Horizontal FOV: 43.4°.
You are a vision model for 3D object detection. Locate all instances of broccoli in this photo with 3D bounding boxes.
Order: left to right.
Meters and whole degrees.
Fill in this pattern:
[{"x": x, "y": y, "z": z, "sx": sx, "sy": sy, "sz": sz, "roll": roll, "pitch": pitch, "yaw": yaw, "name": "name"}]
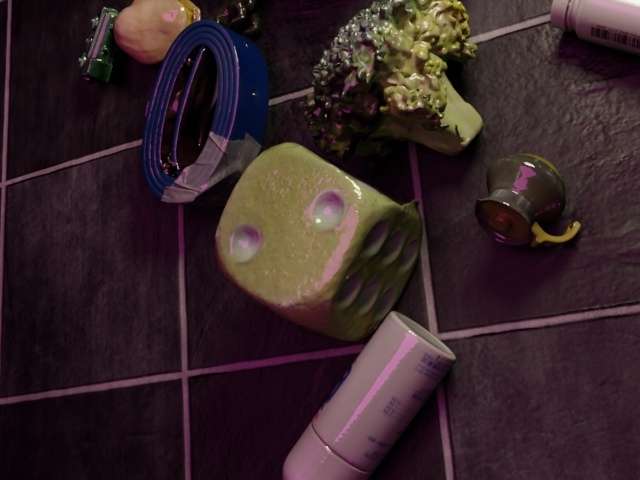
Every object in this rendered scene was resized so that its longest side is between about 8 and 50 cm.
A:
[{"x": 0.134, "y": -0.246, "z": 1.325, "sx": 0.281, "sy": 0.348, "sz": 0.293, "roll": 42, "pitch": 143, "yaw": -1, "name": "broccoli"}]

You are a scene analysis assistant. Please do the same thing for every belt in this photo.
[{"x": -0.216, "y": -0.234, "z": 1.534, "sx": 0.212, "sy": 0.117, "sz": 0.347, "roll": 16, "pitch": 93, "yaw": 27, "name": "belt"}]

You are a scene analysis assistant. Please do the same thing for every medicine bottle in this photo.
[{"x": 0.066, "y": 0.284, "z": 1.274, "sx": 0.130, "sy": 0.130, "sz": 0.341, "roll": 38, "pitch": 97, "yaw": 29, "name": "medicine bottle"}, {"x": 0.458, "y": -0.346, "z": 1.233, "sx": 0.186, "sy": 0.102, "sz": 0.103, "roll": 26, "pitch": 91, "yaw": 30, "name": "medicine bottle"}]

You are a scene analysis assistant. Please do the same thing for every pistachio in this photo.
[{"x": -0.335, "y": -0.437, "z": 1.669, "sx": 0.200, "sy": 0.117, "sz": 0.145, "roll": 0, "pitch": 94, "yaw": 24, "name": "pistachio"}]

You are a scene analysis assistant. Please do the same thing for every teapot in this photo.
[{"x": 0.317, "y": -0.052, "z": 1.227, "sx": 0.165, "sy": 0.130, "sz": 0.119, "roll": 40, "pitch": 65, "yaw": 1, "name": "teapot"}]

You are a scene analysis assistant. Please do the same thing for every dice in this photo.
[{"x": 0.000, "y": 0.000, "z": 1.303, "sx": 0.249, "sy": 0.252, "sz": 0.255, "roll": 27, "pitch": 94, "yaw": 29, "name": "dice"}]

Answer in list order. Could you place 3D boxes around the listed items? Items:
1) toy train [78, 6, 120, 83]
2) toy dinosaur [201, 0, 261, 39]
[{"x": -0.470, "y": -0.421, "z": 1.740, "sx": 0.111, "sy": 0.071, "sz": 0.171, "roll": 21, "pitch": 93, "yaw": 63, "name": "toy train"}, {"x": -0.184, "y": -0.487, "z": 1.616, "sx": 0.187, "sy": 0.087, "sz": 0.179, "roll": -20, "pitch": 71, "yaw": 21, "name": "toy dinosaur"}]
